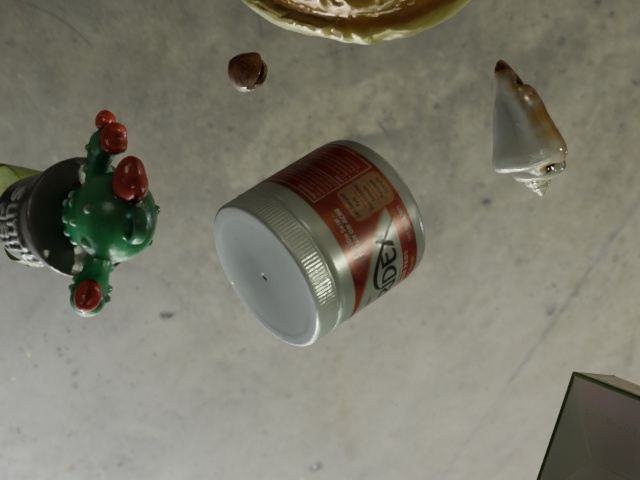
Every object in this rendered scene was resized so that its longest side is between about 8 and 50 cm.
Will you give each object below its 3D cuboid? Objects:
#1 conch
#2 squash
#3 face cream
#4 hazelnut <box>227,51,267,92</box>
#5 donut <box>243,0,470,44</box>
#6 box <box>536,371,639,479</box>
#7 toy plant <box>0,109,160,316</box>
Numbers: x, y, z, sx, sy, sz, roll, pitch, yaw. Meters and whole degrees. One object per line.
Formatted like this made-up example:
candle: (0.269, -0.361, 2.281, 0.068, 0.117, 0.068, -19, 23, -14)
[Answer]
conch: (0.265, -0.141, 1.258, 0.094, 0.104, 0.176, 1, 105, 13)
squash: (-0.630, -0.049, 2.124, 0.133, 0.220, 0.220, 9, 116, -44)
face cream: (0.000, 0.000, 1.224, 0.187, 0.201, 0.201, -33, 135, -29)
hazelnut: (-0.142, -0.330, 1.951, 0.086, 0.086, 0.086, -16, 128, -22)
donut: (0.056, -0.472, 1.296, 0.449, 0.449, 0.198, -43, 168, 1)
box: (0.370, 0.265, 1.122, 0.148, 0.195, 0.177, 15, 93, -52)
toy plant: (-0.353, -0.026, 1.499, 0.185, 0.400, 0.279, 36, 68, -33)
